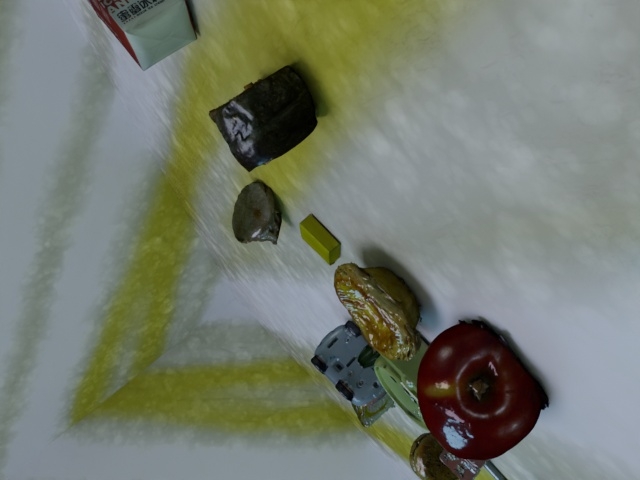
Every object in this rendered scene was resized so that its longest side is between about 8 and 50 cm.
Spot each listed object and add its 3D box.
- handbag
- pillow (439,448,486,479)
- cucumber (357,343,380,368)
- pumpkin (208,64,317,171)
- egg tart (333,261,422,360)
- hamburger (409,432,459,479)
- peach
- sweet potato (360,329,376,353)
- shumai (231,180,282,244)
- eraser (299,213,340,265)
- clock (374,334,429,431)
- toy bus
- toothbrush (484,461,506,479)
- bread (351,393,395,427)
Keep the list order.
[{"bbox_3d":[-0.438,-0.564,1.370,0.298,0.171,0.151,50,168,18],"label":"handbag"},{"bbox_3d":[0.422,0.622,1.716,0.126,0.043,0.232,39,143,27],"label":"pillow"},{"bbox_3d":[0.163,0.348,1.795,0.067,0.107,0.035,55,155,-6],"label":"cucumber"},{"bbox_3d":[-0.124,-0.237,1.163,0.139,0.190,0.280,55,164,-16],"label":"pumpkin"},{"bbox_3d":[0.147,0.155,1.400,0.295,0.116,0.295,48,163,19],"label":"egg tart"},{"bbox_3d":[0.380,0.704,1.879,0.113,0.177,0.185,144,115,-67],"label":"hamburger"},{"bbox_3d":[0.296,0.329,1.223,0.258,0.201,0.362,47,164,12],"label":"peach"},{"bbox_3d":[0.136,0.226,1.694,0.226,0.068,0.068,69,161,-9],"label":"sweet potato"},{"bbox_3d":[-0.178,-0.077,1.809,0.120,0.201,0.201,11,-164,-41],"label":"shumai"},{"bbox_3d":[0.000,0.000,1.598,0.122,0.045,0.097,44,163,21],"label":"eraser"},{"bbox_3d":[0.263,0.394,1.601,0.286,0.117,0.348,45,163,24],"label":"clock"},{"bbox_3d":[0.120,0.426,1.949,0.287,0.194,0.232,39,167,36],"label":"toy bus"},{"bbox_3d":[0.468,0.632,1.729,0.342,0.025,0.030,48,158,14],"label":"toothbrush"},{"bbox_3d":[0.180,0.597,2.208,0.156,0.158,0.261,38,157,49],"label":"bread"}]
